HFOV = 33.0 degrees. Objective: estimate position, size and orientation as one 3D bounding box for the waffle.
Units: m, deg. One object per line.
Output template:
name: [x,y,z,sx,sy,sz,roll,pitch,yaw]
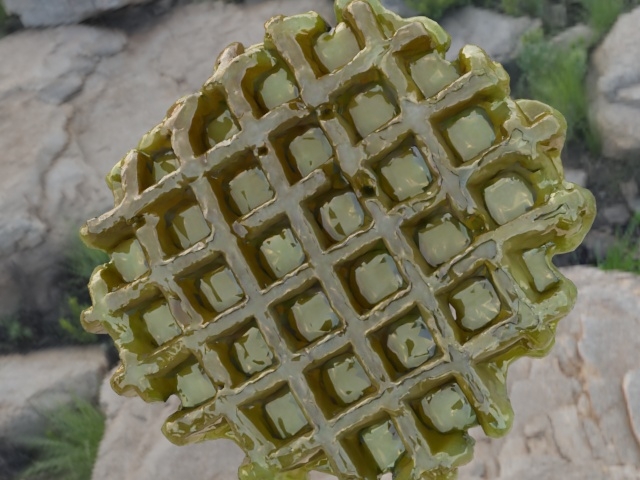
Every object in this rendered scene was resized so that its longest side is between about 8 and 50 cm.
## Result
waffle: [0.002,0.005,0.386,0.191,0.038,0.191,-1,88,15]
